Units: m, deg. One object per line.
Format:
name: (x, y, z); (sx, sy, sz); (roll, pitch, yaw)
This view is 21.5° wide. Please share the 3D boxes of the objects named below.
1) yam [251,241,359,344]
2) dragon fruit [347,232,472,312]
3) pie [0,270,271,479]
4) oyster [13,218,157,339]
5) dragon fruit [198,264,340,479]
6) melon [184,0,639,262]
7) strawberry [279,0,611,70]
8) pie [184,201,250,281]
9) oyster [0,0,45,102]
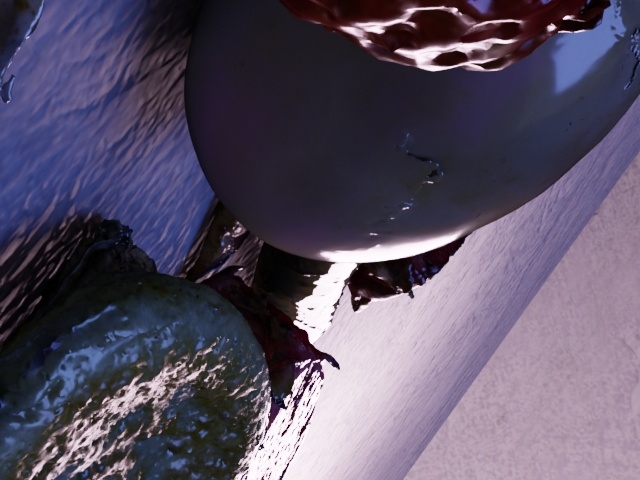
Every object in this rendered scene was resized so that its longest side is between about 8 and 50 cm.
yam: (0.000, 0.000, 1.241); (0.083, 0.083, 0.371); (-50, 174, -23)
dragon fruit: (0.038, -0.035, 1.350); (0.120, 0.161, 0.127); (-21, -171, 40)
pie: (-0.154, 0.146, 1.018); (0.323, 0.070, 0.323); (-33, 151, -21)
oyster: (-0.141, 0.056, 1.036); (0.125, 0.064, 0.177); (-49, 163, -13)
dragon fruit: (-0.080, 0.136, 1.230); (0.211, 0.147, 0.282); (-50, 169, -9)
melon: (0.055, -0.115, 0.929); (0.317, 0.223, 0.223); (-38, -179, 43)
strawberry: (0.056, -0.242, 0.628); (0.351, 0.267, 0.312); (69, 36, -54)
pie: (-0.040, -0.042, 1.196); (0.092, 0.034, 0.170); (-34, 159, -50)
oyster: (-0.148, -0.106, 0.657); (0.105, 0.056, 0.177); (-30, 152, -37)
